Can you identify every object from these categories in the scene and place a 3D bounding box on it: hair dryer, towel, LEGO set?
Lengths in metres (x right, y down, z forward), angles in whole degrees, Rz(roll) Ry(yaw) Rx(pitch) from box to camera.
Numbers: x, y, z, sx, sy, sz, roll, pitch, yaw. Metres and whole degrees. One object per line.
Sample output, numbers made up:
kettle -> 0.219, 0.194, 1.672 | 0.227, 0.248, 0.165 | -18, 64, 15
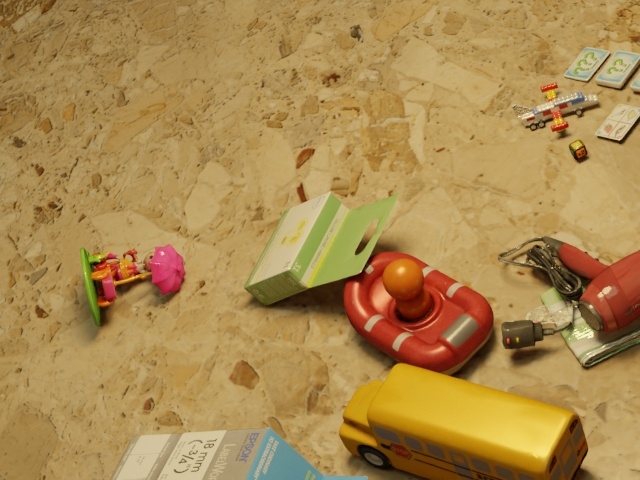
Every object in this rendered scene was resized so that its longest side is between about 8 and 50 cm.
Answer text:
hair dryer -> 0.384, 0.039, 2.042 | 0.294, 0.080, 0.223 | -10, 43, 18
towel -> 0.387, 0.102, 2.048 | 0.113, 0.023, 0.152 | -25, 43, -1
LEGO set -> 0.433, -0.233, 2.332 | 0.182, 0.060, 0.244 | 19, 58, 41

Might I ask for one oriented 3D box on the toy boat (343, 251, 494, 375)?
toy boat -> 0.130, 0.084, 2.088 | 0.151, 0.151, 0.231 | -43, 46, -19

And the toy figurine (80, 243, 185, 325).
toy figurine -> -0.300, 0.053, 2.367 | 0.159, 0.130, 0.173 | -12, 18, -6

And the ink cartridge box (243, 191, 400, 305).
ink cartridge box -> 0.000, 0.000, 2.229 | 0.235, 0.056, 0.171 | -23, 32, 49

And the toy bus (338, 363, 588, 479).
toy bus -> 0.178, 0.254, 1.915 | 0.333, 0.130, 0.108 | 13, 55, 33

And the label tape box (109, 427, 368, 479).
label tape box -> -0.133, 0.365, 1.919 | 0.334, 0.106, 0.240 | -7, 35, 25
